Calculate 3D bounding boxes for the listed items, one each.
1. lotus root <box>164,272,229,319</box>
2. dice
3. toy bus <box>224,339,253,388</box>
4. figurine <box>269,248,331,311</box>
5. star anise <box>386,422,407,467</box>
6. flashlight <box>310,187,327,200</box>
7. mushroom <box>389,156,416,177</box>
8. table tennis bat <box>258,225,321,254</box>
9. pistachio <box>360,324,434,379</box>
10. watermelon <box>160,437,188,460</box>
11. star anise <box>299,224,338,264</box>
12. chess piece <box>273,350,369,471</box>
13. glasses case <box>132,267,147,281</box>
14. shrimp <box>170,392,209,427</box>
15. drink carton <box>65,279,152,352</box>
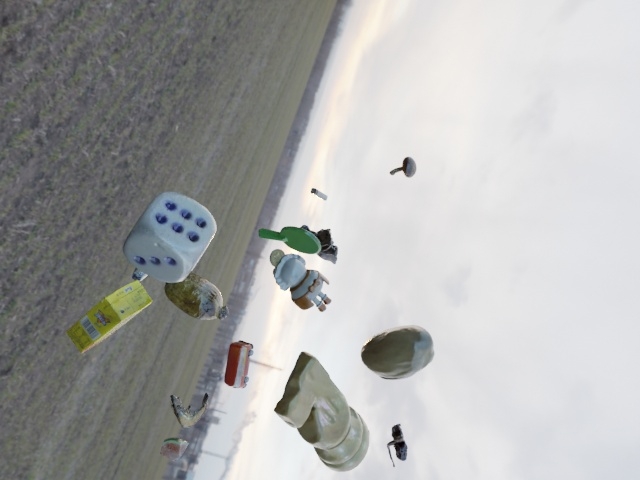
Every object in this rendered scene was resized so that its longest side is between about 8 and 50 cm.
[{"bbox_3d":[-0.451,0.210,1.647,0.128,0.260,0.145,-49,-172,36],"label":"lotus root"},{"bbox_3d":[-0.424,-0.008,1.268,0.192,0.193,0.194,-41,-160,41],"label":"dice"},{"bbox_3d":[-0.308,0.465,1.662,0.077,0.079,0.174,15,84,-60],"label":"toy bus"},{"bbox_3d":[-0.065,0.133,1.475,0.143,0.271,0.143,-24,-145,18],"label":"figurine"},{"bbox_3d":[0.283,0.764,1.654,0.097,0.070,0.190,-128,-150,-72],"label":"star anise"},{"bbox_3d":[-0.004,-0.137,1.328,0.083,0.018,0.018,20,83,-64],"label":"flashlight"},{"bbox_3d":[0.357,-0.300,1.892,0.073,0.130,0.088,44,-22,52],"label":"mushroom"},{"bbox_3d":[-0.117,-0.008,1.685,0.160,0.257,0.039,74,33,-52],"label":"table tennis bat"},{"bbox_3d":[0.193,0.286,1.141,0.226,0.136,0.135,-29,-143,46],"label":"pistachio"},{"bbox_3d":[-0.518,0.729,1.571,0.092,0.085,0.072,95,18,-63],"label":"watermelon"},{"bbox_3d":[0.001,0.001,1.835,0.110,0.198,0.257,-52,157,-5],"label":"star anise"},{"bbox_3d":[0.002,0.341,0.893,0.137,0.138,0.300,-78,152,-44],"label":"chess piece"},{"bbox_3d":[-0.650,0.059,1.745,0.087,0.065,0.247,-43,-164,44],"label":"glasses case"},{"bbox_3d":[-0.512,0.643,1.768,0.148,0.035,0.195,-35,126,-31],"label":"shrimp"},{"bbox_3d":[-0.795,0.286,1.674,0.351,0.111,0.154,-34,-177,33],"label":"drink carton"}]
